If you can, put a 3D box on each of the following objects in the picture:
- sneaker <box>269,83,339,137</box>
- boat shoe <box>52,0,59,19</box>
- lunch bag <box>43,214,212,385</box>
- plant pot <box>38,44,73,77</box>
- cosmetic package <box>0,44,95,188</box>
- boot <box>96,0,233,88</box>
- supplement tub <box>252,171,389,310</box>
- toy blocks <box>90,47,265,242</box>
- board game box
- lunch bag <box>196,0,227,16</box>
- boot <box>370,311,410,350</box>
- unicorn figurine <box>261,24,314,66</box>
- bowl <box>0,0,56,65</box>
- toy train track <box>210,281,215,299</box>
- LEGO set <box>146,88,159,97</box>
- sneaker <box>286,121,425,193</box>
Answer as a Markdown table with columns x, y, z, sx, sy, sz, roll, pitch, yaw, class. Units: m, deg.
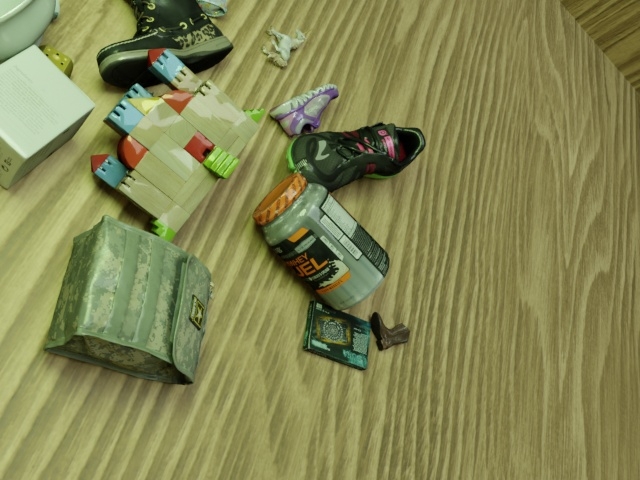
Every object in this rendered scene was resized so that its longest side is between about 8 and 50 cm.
| x | y | z | sx | sy | sz | roll | pitch | yaw | class |
| --- | --- | --- | --- | --- | --- | --- | --- | --- | --- |
| -0.030 | -0.349 | 1.629 | 0.236 | 0.095 | 0.104 | -36 | 103 | -38 | sneaker |
| -0.606 | -0.551 | 1.247 | 0.083 | 0.065 | 0.183 | -10 | 80 | -43 | boat shoe |
| -0.328 | 0.125 | 1.129 | 0.287 | 0.169 | 0.235 | 28 | 52 | -37 | lunch bag |
| -0.542 | -0.340 | 1.199 | 0.082 | 0.083 | 0.081 | 30 | 55 | -28 | plant pot |
| -0.549 | -0.224 | 1.098 | 0.151 | 0.151 | 0.183 | 47 | 50 | -16 | cosmetic package |
| -0.394 | -0.510 | 1.356 | 0.377 | 0.138 | 0.284 | -33 | 95 | -47 | boot |
| 0.000 | 0.000 | 1.431 | 0.316 | 0.194 | 0.193 | 45 | 50 | -15 | supplement tub |
| -0.319 | -0.209 | 1.227 | 0.261 | 0.191 | 0.381 | 41 | 78 | -25 | toy blocks |
| 0.044 | 0.235 | 1.481 | 0.186 | 0.026 | 0.126 | 26 | 57 | -29 | board game box |
| -0.285 | -0.620 | 1.553 | 0.083 | 0.053 | 0.071 | 5 | 66 | -28 | lunch bag |
| 0.189 | 0.231 | 1.595 | 0.114 | 0.037 | 0.106 | -11 | 92 | -39 | boot |
| -0.101 | -0.551 | 1.679 | 0.111 | 0.060 | 0.161 | 27 | 73 | -30 | unicorn figurine |
| -0.610 | -0.416 | 1.102 | 0.298 | 0.134 | 0.297 | -3 | 57 | 5 | bowl |
| -0.253 | 0.119 | 1.292 | 0.048 | 0.014 | 0.083 | 47 | 50 | -14 | toy train track |
| -0.390 | -0.317 | 1.356 | 0.083 | 0.023 | 0.054 | -33 | 94 | -43 | LEGO set |
| 0.102 | -0.244 | 1.611 | 0.483 | 0.202 | 0.185 | -22 | 86 | -43 | sneaker |
